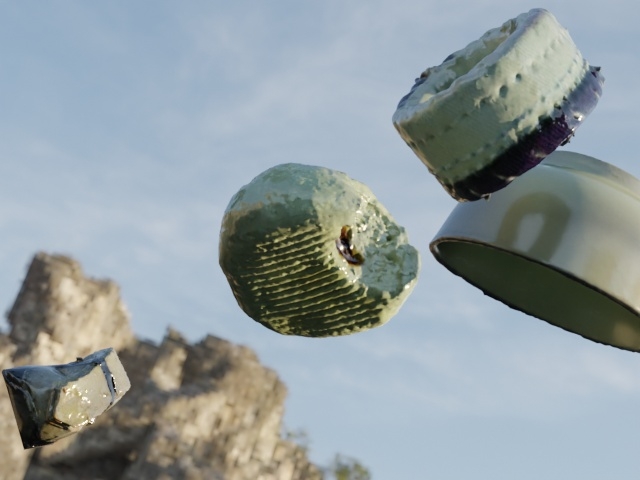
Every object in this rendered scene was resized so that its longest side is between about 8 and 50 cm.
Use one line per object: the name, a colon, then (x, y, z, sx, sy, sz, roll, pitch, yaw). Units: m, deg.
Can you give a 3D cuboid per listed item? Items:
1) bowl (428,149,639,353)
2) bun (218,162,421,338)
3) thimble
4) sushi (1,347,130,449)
bowl: (0.342, -0.001, 1.838, 0.354, 0.185, 0.354, 25, -10, 5)
bun: (0.000, 0.000, 1.377, 0.204, 0.126, 0.212, -1, -43, 3)
thimble: (0.213, -0.163, 1.604, 0.150, 0.237, 0.237, 51, -32, -11)
sushi: (-0.370, 0.238, 2.186, 0.109, 0.134, 0.273, -25, -9, 31)
